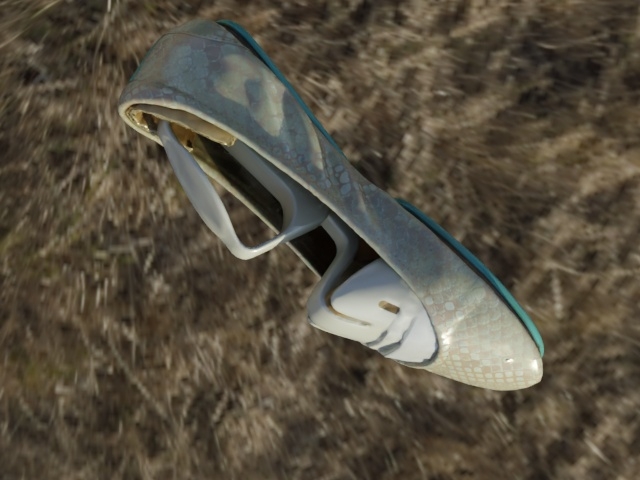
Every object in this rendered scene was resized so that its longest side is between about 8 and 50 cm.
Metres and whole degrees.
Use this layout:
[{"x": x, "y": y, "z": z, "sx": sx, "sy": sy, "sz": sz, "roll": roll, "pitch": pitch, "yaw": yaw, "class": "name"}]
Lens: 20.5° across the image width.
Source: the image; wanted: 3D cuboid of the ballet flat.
[{"x": 0.000, "y": 0.000, "z": 0.583, "sx": 0.168, "sy": 0.057, "sz": 0.052, "roll": 45, "pitch": 62, "yaw": 1, "class": "ballet flat"}]
